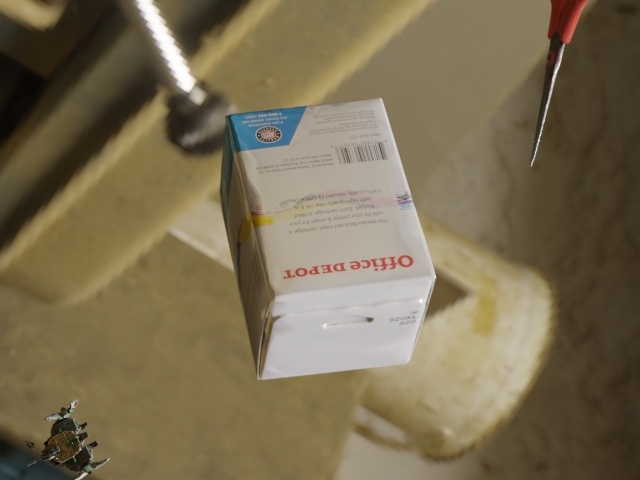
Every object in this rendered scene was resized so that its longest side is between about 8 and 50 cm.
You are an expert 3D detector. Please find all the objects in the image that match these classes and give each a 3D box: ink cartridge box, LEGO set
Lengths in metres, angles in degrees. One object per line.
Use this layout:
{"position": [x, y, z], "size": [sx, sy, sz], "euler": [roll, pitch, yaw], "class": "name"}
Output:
{"position": [0.000, 0.000, 1.881], "size": [0.168, 0.171, 0.233], "euler": [100, -20, -55], "class": "ink cartridge box"}
{"position": [-0.169, 0.145, 1.187], "size": [0.083, 0.054, 0.023], "euler": [-60, 172, -3], "class": "LEGO set"}

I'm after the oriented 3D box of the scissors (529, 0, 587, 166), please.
{"position": [0.289, -0.243, 2.239], "size": [0.109, 0.021, 0.297], "euler": [43, -60, 56], "class": "scissors"}
